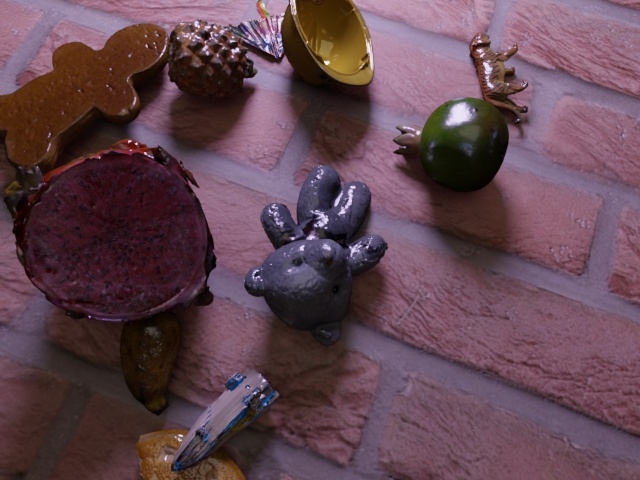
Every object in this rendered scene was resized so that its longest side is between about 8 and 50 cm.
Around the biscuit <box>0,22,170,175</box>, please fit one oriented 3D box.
[{"bbox_3d":[-0.498,-0.317,0.964,0.283,0.064,0.432,41,75,20],"label":"biscuit"}]

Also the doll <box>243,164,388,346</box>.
[{"bbox_3d":[0.001,0.000,0.824,0.246,0.158,0.340,26,71,-5],"label":"doll"}]

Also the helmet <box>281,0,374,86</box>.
[{"bbox_3d":[-0.004,-0.416,0.967,0.205,0.140,0.256,-8,81,-37],"label":"helmet"}]

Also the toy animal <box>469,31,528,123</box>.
[{"bbox_3d":[0.400,-0.366,1.004,0.099,0.057,0.241,-6,74,4],"label":"toy animal"}]

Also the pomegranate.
[{"bbox_3d":[0.255,-0.193,0.894,0.225,0.187,0.186,13,70,33],"label":"pomegranate"}]

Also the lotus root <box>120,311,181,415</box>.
[{"bbox_3d":[-0.300,0.213,0.790,0.108,0.094,0.190,-9,75,33],"label":"lotus root"}]

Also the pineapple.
[{"bbox_3d":[-0.223,-0.379,0.949,0.193,0.166,0.166,3,70,-30],"label":"pineapple"}]

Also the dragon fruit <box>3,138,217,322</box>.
[{"bbox_3d":[-0.358,-0.015,0.789,0.296,0.263,0.314,-23,114,-24],"label":"dragon fruit"}]

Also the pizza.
[{"bbox_3d":[-0.203,0.400,0.746,0.247,0.058,0.127,24,71,7],"label":"pizza"}]

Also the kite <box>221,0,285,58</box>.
[{"bbox_3d":[-0.111,-0.503,1.057,0.241,0.014,0.183,-20,71,-7],"label":"kite"}]

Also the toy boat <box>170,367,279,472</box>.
[{"bbox_3d":[-0.165,0.300,0.750,0.084,0.066,0.210,30,56,31],"label":"toy boat"}]
